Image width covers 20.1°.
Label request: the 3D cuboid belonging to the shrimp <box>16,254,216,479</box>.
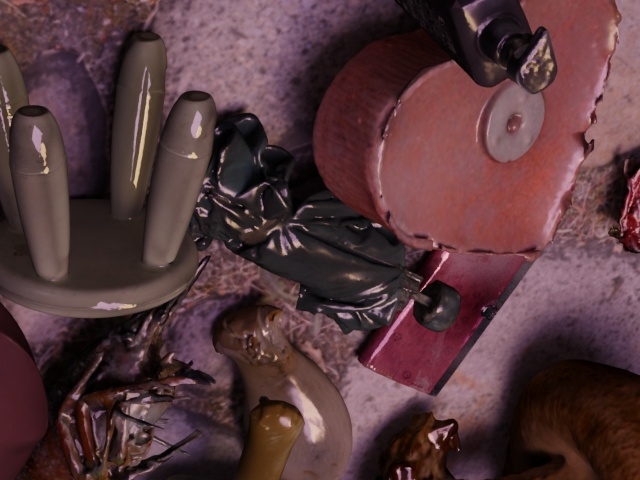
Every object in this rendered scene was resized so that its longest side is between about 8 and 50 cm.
[{"bbox_3d":[-0.193,0.170,1.778,0.372,0.137,0.172,-44,168,16],"label":"shrimp"}]

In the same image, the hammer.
[{"bbox_3d":[-0.069,0.249,1.814,0.202,0.113,0.305,9,140,-5],"label":"hammer"}]

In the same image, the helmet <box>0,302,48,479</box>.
[{"bbox_3d":[-0.363,0.104,1.571,0.197,0.271,0.338,-36,124,-22],"label":"helmet"}]

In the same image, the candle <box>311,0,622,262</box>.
[{"bbox_3d":[0.152,-0.114,1.736,0.317,0.131,0.287,-42,129,-15],"label":"candle"}]

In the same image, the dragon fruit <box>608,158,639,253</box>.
[{"bbox_3d":[0.388,-0.040,1.944,0.147,0.096,0.102,8,109,5],"label":"dragon fruit"}]

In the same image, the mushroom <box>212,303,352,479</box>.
[{"bbox_3d":[-0.035,0.164,1.862,0.116,0.093,0.225,-11,132,6],"label":"mushroom"}]

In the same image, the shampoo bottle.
[{"bbox_3d":[0.115,-0.210,1.555,0.071,0.309,0.098,-28,129,-5],"label":"shampoo bottle"}]

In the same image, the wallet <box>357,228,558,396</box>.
[{"bbox_3d":[0.144,0.056,1.920,0.119,0.025,0.232,25,106,-34],"label":"wallet"}]

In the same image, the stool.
[{"bbox_3d":[-0.204,-0.060,1.580,0.195,0.195,0.199,-8,118,-21],"label":"stool"}]

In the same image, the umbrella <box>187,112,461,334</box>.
[{"bbox_3d":[-0.002,0.000,1.769,0.349,0.094,0.143,26,121,-31],"label":"umbrella"}]

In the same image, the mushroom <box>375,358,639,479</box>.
[{"bbox_3d":[0.278,0.287,1.961,0.356,0.334,0.331,4,120,-40],"label":"mushroom"}]
